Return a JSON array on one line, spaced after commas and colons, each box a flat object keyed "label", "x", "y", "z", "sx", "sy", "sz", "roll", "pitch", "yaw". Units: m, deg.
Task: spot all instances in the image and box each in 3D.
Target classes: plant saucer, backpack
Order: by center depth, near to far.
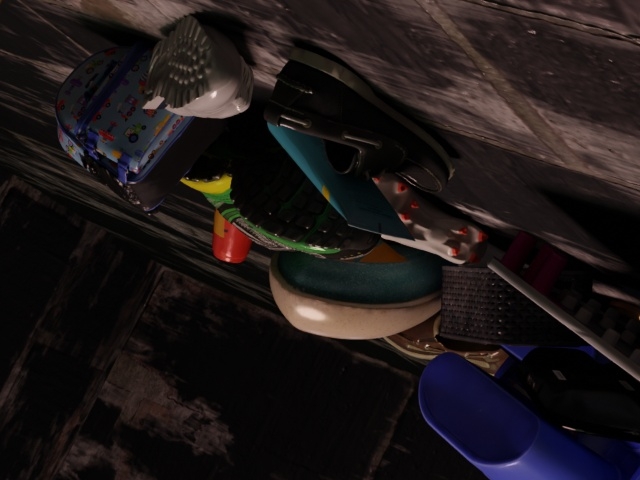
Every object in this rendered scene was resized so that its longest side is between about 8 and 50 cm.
[{"label": "backpack", "x": -0.207, "y": -0.140, "z": 1.786, "sx": 0.173, "sy": 0.158, "sz": 0.117, "roll": 36, "pitch": 169, "yaw": 24}, {"label": "plant saucer", "x": 0.368, "y": 0.093, "z": 1.916, "sx": 0.083, "sy": 0.013, "sz": 0.083, "roll": 26, "pitch": 173, "yaw": 3}]

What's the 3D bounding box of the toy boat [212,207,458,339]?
[{"label": "toy boat", "x": 0.000, "y": 0.000, "z": 1.984, "sx": 0.318, "sy": 0.148, "sz": 0.267, "roll": 25, "pitch": -155, "yaw": 28}]

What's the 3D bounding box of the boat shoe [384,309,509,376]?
[{"label": "boat shoe", "x": 0.196, "y": 0.137, "z": 2.592, "sx": 0.257, "sy": 0.095, "sz": 0.095, "roll": 16, "pitch": 155, "yaw": 29}]

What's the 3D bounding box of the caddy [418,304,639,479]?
[{"label": "caddy", "x": 0.276, "y": 0.196, "z": 2.006, "sx": 0.179, "sy": 0.241, "sz": 0.341, "roll": 36, "pitch": -178, "yaw": -28}]

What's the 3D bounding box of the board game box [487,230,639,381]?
[{"label": "board game box", "x": 0.393, "y": 0.144, "z": 1.559, "sx": 0.390, "sy": 0.050, "sz": 0.390, "roll": 24, "pitch": -169, "yaw": -44}]

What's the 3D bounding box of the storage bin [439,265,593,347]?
[{"label": "storage bin", "x": 0.216, "y": 0.072, "z": 1.857, "sx": 0.122, "sy": 0.084, "sz": 0.180, "roll": 2, "pitch": 180, "yaw": -16}]

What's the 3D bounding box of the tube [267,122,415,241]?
[{"label": "tube", "x": 0.014, "y": -0.066, "z": 1.575, "sx": 0.080, "sy": 0.052, "sz": 0.207, "roll": 8, "pitch": -150, "yaw": -34}]

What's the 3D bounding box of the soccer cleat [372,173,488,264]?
[{"label": "soccer cleat", "x": 0.098, "y": -0.024, "z": 1.845, "sx": 0.196, "sy": 0.068, "sz": 0.076, "roll": 27, "pitch": 176, "yaw": -26}]

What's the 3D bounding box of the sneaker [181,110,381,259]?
[{"label": "sneaker", "x": -0.025, "y": -0.050, "z": 1.795, "sx": 0.146, "sy": 0.134, "sz": 0.343, "roll": 44, "pitch": 172, "yaw": -32}]

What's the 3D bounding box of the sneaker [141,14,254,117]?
[{"label": "sneaker", "x": -0.103, "y": -0.157, "z": 1.597, "sx": 0.094, "sy": 0.090, "sz": 0.235, "roll": 15, "pitch": 180, "yaw": -17}]

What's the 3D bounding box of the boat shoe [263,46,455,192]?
[{"label": "boat shoe", "x": 0.036, "y": -0.093, "z": 1.529, "sx": 0.084, "sy": 0.079, "sz": 0.233, "roll": 17, "pitch": 170, "yaw": 45}]

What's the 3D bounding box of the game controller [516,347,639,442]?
[{"label": "game controller", "x": 0.292, "y": 0.159, "z": 1.686, "sx": 0.166, "sy": 0.067, "sz": 0.319, "roll": 0, "pitch": -175, "yaw": 0}]
